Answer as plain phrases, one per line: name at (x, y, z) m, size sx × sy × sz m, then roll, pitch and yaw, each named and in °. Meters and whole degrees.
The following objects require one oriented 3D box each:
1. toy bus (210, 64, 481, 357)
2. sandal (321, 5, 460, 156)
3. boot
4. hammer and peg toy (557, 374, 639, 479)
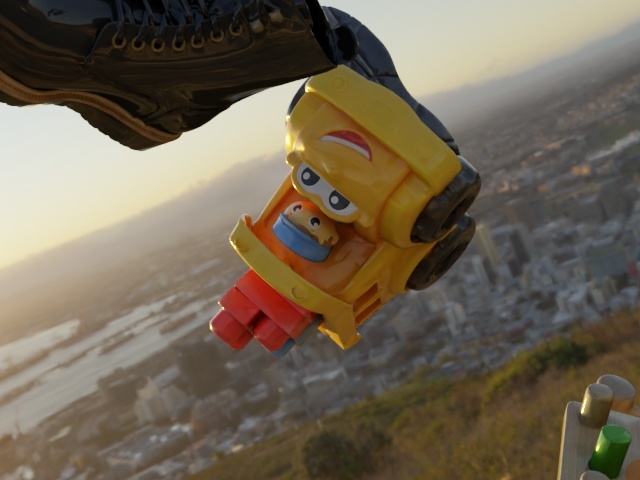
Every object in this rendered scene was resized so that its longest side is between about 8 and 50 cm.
toy bus at (0.000, 0.000, 0.712) m, size 0.211 × 0.149 × 0.220 m, roll -45°, pitch -17°, yaw -10°
sandal at (0.047, -0.134, 0.894) m, size 0.090 × 0.219 × 0.060 m, roll -34°, pitch -9°, yaw -48°
boot at (-0.079, -0.110, 0.441) m, size 0.137 × 0.076 × 0.198 m, roll -16°, pitch -11°, yaw 21°
hammer and peg toy at (0.440, 0.282, 1.181) m, size 0.266 × 0.127 × 0.361 m, roll 14°, pitch 28°, yaw 13°
